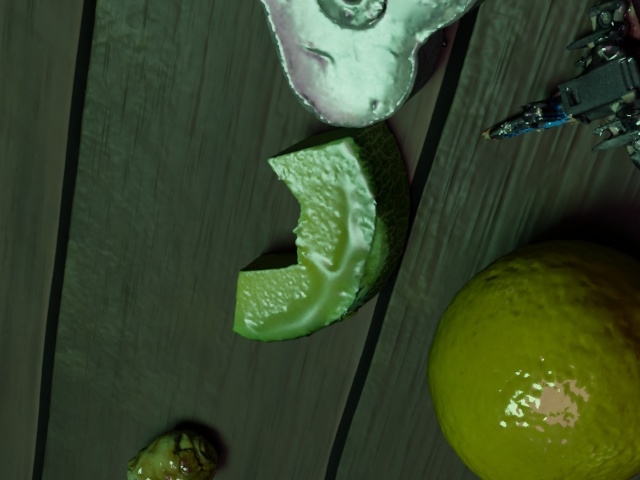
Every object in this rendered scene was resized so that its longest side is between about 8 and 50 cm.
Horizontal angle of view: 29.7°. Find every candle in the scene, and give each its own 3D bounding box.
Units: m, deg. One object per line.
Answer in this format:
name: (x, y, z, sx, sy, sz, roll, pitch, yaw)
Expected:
candle: (0.026, -0.181, 0.813, 0.168, 0.068, 0.192, 35, 121, 2)

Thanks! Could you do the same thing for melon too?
melon: (0.000, 0.000, 0.931, 0.118, 0.064, 0.209, 21, 121, 17)

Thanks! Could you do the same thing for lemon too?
lemon: (0.163, 0.093, 0.845, 0.178, 0.178, 0.203, 44, 126, -5)

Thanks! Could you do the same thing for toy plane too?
toy plane: (0.179, -0.096, 0.800, 0.188, 0.062, 0.135, -16, 82, 32)

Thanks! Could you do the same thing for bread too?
bread: (-0.141, 0.213, 1.107, 0.066, 0.060, 0.110, 36, 127, -18)
